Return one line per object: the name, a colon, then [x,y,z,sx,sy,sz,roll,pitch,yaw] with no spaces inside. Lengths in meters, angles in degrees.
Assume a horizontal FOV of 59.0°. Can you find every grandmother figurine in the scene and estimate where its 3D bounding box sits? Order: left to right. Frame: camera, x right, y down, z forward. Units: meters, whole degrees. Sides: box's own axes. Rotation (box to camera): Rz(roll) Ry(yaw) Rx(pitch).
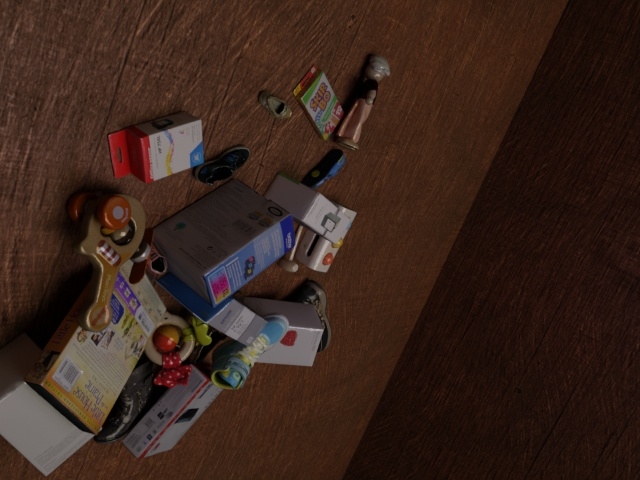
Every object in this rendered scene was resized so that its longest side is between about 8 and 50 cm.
grandmother figurine: [0.156,-0.497,2.018,0.104,0.208,0.342,20,91,-17]

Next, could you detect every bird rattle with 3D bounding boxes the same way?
bird rattle: [-0.473,0.337,1.816,0.253,0.207,0.143,-56,-172,-8]

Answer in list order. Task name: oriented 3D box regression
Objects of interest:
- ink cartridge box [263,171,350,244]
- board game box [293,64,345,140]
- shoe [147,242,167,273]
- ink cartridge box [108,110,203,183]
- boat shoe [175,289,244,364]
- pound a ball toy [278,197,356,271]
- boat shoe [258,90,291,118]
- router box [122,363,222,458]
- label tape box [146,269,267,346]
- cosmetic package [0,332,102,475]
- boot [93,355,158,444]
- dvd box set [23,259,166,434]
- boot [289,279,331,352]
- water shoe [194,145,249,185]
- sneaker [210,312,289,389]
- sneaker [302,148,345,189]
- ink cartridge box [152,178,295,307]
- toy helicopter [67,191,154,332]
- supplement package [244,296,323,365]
ink cartridge box: [-0.043,-0.109,1.998,0.115,0.198,0.273,-59,149,-2]
board game box: [-0.001,-0.463,1.916,0.124,0.039,0.259,-54,145,-10]
shoe: [-0.491,0.023,1.601,0.063,0.081,0.178,-43,145,-24]
ink cartridge box: [-0.424,-0.239,1.477,0.231,0.078,0.134,-30,138,-37]
boat shoe: [-0.364,0.307,1.996,0.307,0.104,0.111,-49,147,-16]
pound a ball toy: [0.000,0.000,2.211,0.208,0.135,0.319,16,103,-57]
boat shoe: [-0.132,-0.415,1.758,0.056,0.048,0.153,-59,148,1]
router box: [-0.490,0.587,1.976,0.335,0.082,0.301,-49,166,-6]
label tape box: [-0.350,0.183,1.773,0.115,0.249,0.348,-52,148,-10]
cosmetic package: [-0.763,0.446,1.516,0.197,0.155,0.365,-39,142,-29]
boot: [-0.635,0.502,1.823,0.263,0.091,0.229,-36,138,-41]
dvd box set: [-0.585,0.269,1.537,0.308,0.062,0.420,77,27,-49]
boot: [-0.094,0.381,2.399,0.284,0.138,0.377,-34,137,-36]
water shoe: [-0.278,-0.216,1.695,0.203,0.080,0.073,-34,141,-33]
sneaker: [-0.237,0.386,1.892,0.319,0.208,0.127,-38,109,13]
sneaker: [0.019,-0.246,2.093,0.209,0.069,0.082,-47,150,-19]
ink cartridge box: [-0.263,-0.020,1.702,0.395,0.270,0.151,-39,145,-28]
toy helicopter: [-0.527,0.056,1.434,0.235,0.140,0.355,22,77,-59]
supplement package: [-0.162,0.340,2.111,0.293,0.175,0.177,8,114,-19]
